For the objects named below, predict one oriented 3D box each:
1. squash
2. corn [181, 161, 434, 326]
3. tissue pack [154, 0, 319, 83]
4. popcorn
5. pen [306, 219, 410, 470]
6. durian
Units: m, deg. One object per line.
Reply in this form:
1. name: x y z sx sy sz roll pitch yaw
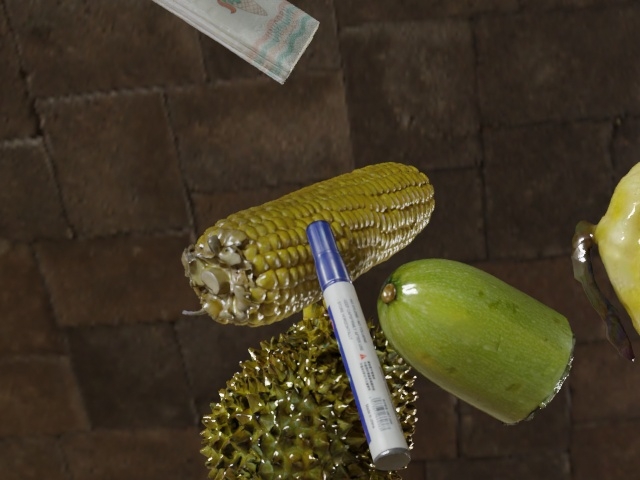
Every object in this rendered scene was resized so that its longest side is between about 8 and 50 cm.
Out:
1. squash: 0.128 0.083 1.300 0.186 0.123 0.123 27 126 -21
2. corn: 0.000 0.000 1.329 0.106 0.305 0.106 15 114 35
3. tissue pack: -0.057 -0.152 0.949 0.108 0.056 0.023 31 139 -5
4. popcorn: 0.466 0.042 1.655 0.381 0.349 0.349 9 137 32
5. pen: 0.022 0.066 0.974 0.025 0.204 0.025 -11 140 -9
6. durian: -0.001 0.224 1.743 0.258 0.258 0.293 39 86 -27
